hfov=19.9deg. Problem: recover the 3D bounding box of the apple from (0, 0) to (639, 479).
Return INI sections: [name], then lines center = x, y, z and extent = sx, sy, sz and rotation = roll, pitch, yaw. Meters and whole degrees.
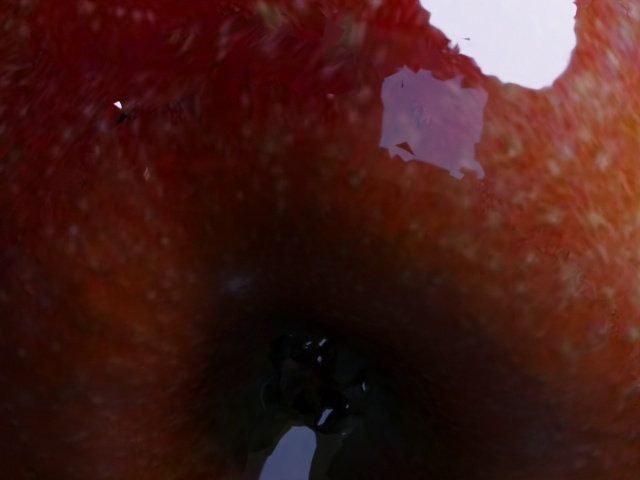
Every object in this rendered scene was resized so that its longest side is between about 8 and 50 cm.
[apple]
center = 0.000, 0.000, 0.690
extent = 0.348, 0.349, 0.277
rotation = 20, 26, -5
